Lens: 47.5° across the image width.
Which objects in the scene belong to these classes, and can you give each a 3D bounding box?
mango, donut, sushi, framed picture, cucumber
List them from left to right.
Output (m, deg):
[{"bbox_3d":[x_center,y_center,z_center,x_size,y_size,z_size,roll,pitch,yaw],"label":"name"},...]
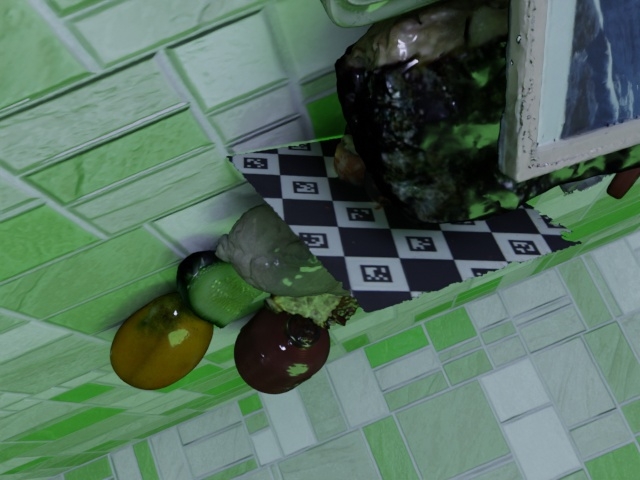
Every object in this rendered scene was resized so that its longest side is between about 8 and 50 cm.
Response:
[{"bbox_3d":[-0.246,0.157,1.165,0.151,0.120,0.221,-2,147,-47],"label":"mango"},{"bbox_3d":[-0.151,0.056,1.059,0.115,0.063,0.244,-46,164,-6],"label":"cucumber"},{"bbox_3d":[0.007,0.069,1.256,0.187,0.144,0.126,31,124,-32],"label":"donut"},{"bbox_3d":[0.078,-0.062,0.722,0.264,0.290,0.050,-13,128,-28],"label":"sushi"},{"bbox_3d":[0.189,-0.146,0.601,0.350,0.211,0.170,-16,119,3],"label":"sushi"},{"bbox_3d":[0.213,-0.214,0.408,0.247,0.022,0.335,-17,123,-18],"label":"framed picture"}]

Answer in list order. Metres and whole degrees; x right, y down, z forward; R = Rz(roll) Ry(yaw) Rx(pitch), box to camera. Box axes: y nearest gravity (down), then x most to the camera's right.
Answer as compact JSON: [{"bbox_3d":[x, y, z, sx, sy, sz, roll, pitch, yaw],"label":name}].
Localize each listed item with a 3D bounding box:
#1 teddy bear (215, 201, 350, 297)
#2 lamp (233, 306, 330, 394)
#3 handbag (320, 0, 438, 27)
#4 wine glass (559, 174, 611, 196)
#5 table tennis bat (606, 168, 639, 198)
[{"bbox_3d":[0.001,0.001,0.938,0.236,0.151,0.267,-1,173,44],"label":"teddy bear"},{"bbox_3d":[-0.076,0.213,1.491,0.180,0.180,0.258,-12,160,-33],"label":"lamp"},{"bbox_3d":[0.101,-0.244,0.434,0.256,0.079,0.219,-22,160,-9],"label":"handbag"},{"bbox_3d":[0.286,-0.136,0.873,0.072,0.155,0.072,-22,164,-6],"label":"wine glass"},{"bbox_3d":[0.496,-0.190,1.007,0.268,0.051,0.414,-52,163,-4],"label":"table tennis bat"}]
